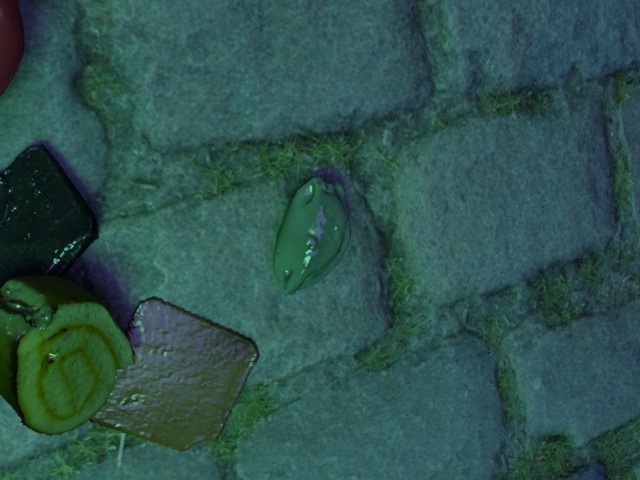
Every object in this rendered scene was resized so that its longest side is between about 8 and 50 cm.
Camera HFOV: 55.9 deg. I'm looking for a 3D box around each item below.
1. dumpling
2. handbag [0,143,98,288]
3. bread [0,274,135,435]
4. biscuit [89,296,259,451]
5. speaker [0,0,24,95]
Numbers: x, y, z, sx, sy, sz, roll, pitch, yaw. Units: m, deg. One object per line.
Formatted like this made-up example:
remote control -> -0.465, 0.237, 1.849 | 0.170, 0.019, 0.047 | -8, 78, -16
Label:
dumpling -> 0.000, -0.001, 1.063 | 0.149, 0.105, 0.217 | 21, 88, -21
handbag -> -0.464, 0.000, 0.913 | 0.175, 0.088, 0.270 | 44, 80, -10
bread -> -0.390, 0.152, 0.878 | 0.186, 0.124, 0.257 | -39, 143, -32
biscuit -> -0.249, 0.241, 1.045 | 0.236, 0.013, 0.232 | 28, 85, -20
speaker -> -0.541, -0.274, 0.753 | 0.294, 0.294, 0.295 | -2, 96, -20
